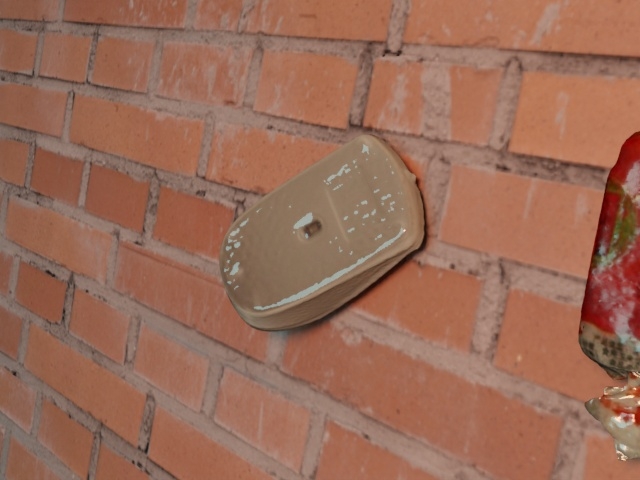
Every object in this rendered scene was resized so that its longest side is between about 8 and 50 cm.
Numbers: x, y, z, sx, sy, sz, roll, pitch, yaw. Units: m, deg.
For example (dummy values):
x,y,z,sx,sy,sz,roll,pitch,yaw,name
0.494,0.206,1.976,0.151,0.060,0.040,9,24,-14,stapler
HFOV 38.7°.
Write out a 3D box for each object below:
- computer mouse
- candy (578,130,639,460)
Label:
x,y,z,sx,sy,sz,roll,pitch,yaw,name
0.000,0.000,0.862,0.231,0.079,0.128,-29,67,24,computer mouse
0.229,0.007,0.622,0.086,0.059,0.292,16,98,43,candy
